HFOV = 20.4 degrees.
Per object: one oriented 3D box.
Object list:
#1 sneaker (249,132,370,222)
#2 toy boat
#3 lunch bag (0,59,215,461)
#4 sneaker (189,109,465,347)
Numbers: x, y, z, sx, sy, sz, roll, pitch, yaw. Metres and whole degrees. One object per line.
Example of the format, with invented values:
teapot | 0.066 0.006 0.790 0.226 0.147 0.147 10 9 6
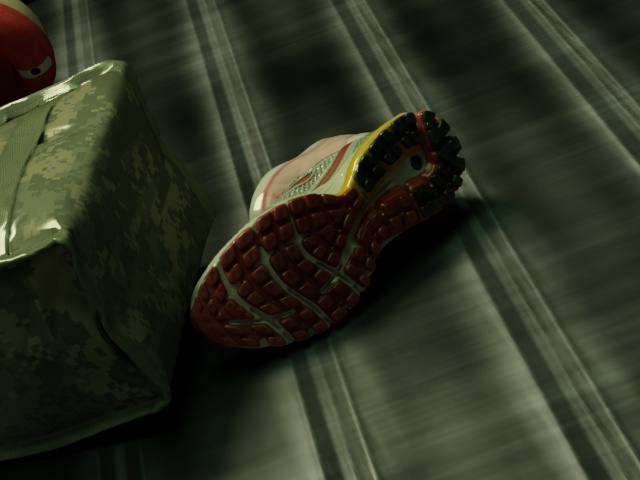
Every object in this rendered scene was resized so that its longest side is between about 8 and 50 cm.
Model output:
sneaker | 0.006 -0.040 1.280 0.070 0.051 0.134 -7 25 37
toy boat | -0.358 -0.135 1.664 0.231 0.151 0.151 -21 57 2
lunch bag | -0.238 0.031 1.204 0.287 0.169 0.235 -21 29 18
sneaker | 0.000 0.000 1.198 0.225 0.088 0.093 -37 10 -29
